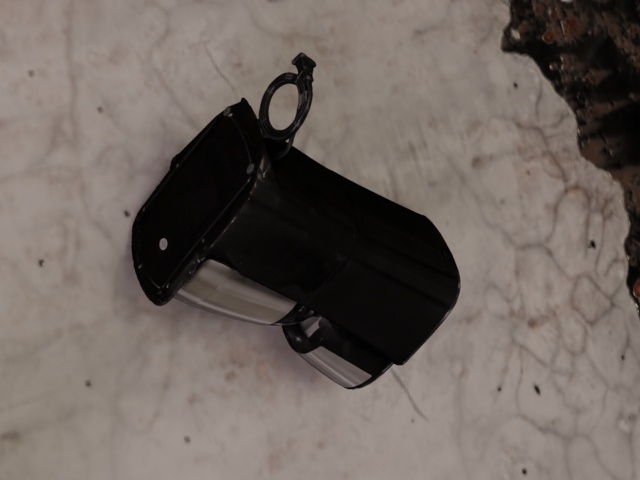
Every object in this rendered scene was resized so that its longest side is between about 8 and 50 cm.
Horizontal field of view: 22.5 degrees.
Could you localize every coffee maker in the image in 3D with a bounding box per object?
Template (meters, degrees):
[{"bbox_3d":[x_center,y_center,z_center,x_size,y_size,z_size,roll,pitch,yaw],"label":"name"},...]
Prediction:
[{"bbox_3d":[0.000,0.000,1.010,0.178,0.171,0.120,26,47,-33],"label":"coffee maker"}]
